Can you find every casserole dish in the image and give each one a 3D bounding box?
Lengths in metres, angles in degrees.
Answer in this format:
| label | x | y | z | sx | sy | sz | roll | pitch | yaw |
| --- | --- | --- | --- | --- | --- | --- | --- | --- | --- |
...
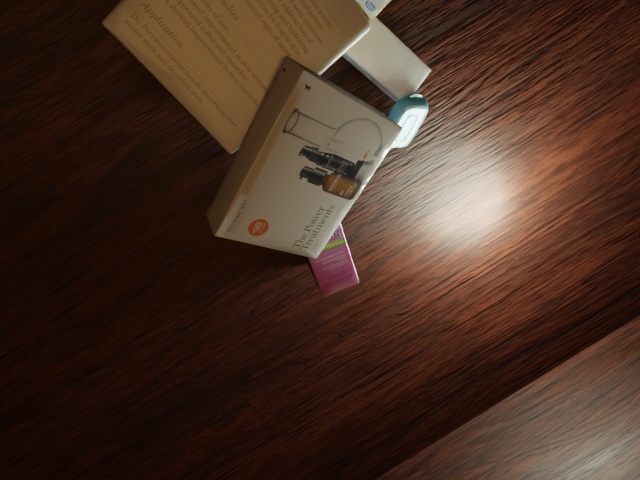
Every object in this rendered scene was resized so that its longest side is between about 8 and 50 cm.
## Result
| label | x | y | z | sx | sy | sz | roll | pitch | yaw |
| --- | --- | --- | --- | --- | --- | --- | --- | --- | --- |
| casserole dish | 0.239 | -0.330 | 1.202 | 0.114 | 0.037 | 0.188 | -8 | 148 | -27 |

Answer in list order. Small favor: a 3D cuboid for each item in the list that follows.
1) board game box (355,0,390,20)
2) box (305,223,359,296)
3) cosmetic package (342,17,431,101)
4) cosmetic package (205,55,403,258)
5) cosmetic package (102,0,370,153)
| label | x | y | z | sx | sy | sz | roll | pitch | yaw |
| --- | --- | --- | --- | --- | --- | --- | --- | --- | --- |
| board game box | 0.152 | -0.701 | 0.923 | 0.316 | 0.064 | 0.242 | -40 | 126 | 15 |
| box | 0.000 | 0.000 | 1.237 | 0.117 | 0.213 | 0.243 | -23 | 117 | -4 |
| cosmetic package | 0.172 | -0.486 | 1.138 | 0.231 | 0.085 | 0.117 | 33 | 102 | -23 |
| cosmetic package | -0.038 | -0.150 | 0.917 | 0.284 | 0.097 | 0.377 | 16 | 117 | -37 |
| cosmetic package | -0.174 | -0.465 | 0.915 | 0.394 | 0.327 | 0.329 | -40 | 118 | 6 |
